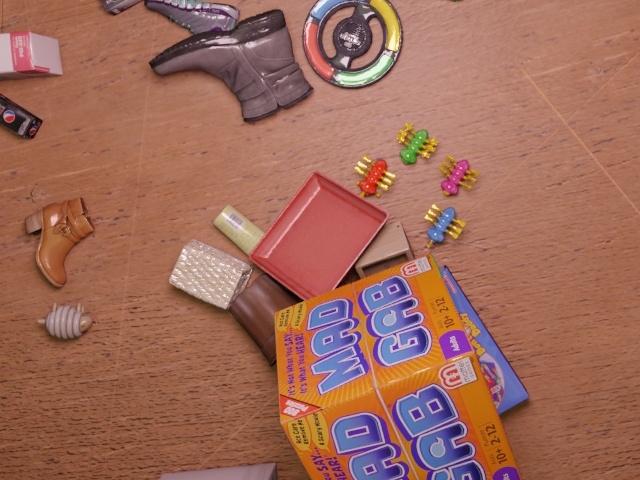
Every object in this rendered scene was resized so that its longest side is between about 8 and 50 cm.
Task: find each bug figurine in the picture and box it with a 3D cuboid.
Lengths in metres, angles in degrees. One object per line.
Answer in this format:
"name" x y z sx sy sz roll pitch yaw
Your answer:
"bug figurine" 0.226 -0.129 1.823 0.279 0.072 0.216 36 92 7

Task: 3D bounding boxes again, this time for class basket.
"basket" -0.260 0.082 1.884 0.167 0.103 0.113 25 97 5

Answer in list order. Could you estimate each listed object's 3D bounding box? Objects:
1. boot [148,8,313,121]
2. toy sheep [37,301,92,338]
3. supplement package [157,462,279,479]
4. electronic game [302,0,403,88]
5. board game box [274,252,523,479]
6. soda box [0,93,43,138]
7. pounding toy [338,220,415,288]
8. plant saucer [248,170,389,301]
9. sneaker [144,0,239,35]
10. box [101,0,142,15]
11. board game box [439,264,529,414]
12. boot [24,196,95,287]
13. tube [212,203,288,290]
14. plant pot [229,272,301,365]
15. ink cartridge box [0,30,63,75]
"boot" -0.203 -0.366 1.816 0.338 0.118 0.223 -13 115 13
"toy sheep" -0.619 0.196 1.949 0.132 0.091 0.091 1 96 1
"supplement package" -0.247 0.650 1.900 0.292 0.175 0.178 -7 96 7
"electronic game" 0.072 -0.461 1.822 0.229 0.048 0.229 1 96 6
"board game box" 0.144 0.310 1.587 0.356 0.356 0.356 -22 117 6
"soda box" -0.758 -0.311 1.929 0.169 0.060 0.053 33 97 4
"pounding toy" 0.115 0.063 1.840 0.206 0.181 0.094 -20 53 8
"plant saucer" 0.000 0.000 1.795 0.258 0.048 0.259 33 85 40
"sneaker" -0.301 -0.505 1.847 0.223 0.083 0.098 10 101 5
"box" -0.461 -0.670 1.861 0.183 0.056 0.231 -27 92 8
"board game box" 0.285 0.265 1.849 0.233 0.078 0.347 -32 91 8
"boot" -0.611 0.002 1.937 0.152 0.073 0.197 -20 95 4
"tube" -0.145 0.014 1.892 0.240 0.062 0.070 40 141 -4
"plant pot" -0.111 0.174 1.854 0.165 0.167 0.167 45 99 8
"ink cartridge box" -0.738 -0.424 1.866 0.217 0.158 0.092 -5 96 7
